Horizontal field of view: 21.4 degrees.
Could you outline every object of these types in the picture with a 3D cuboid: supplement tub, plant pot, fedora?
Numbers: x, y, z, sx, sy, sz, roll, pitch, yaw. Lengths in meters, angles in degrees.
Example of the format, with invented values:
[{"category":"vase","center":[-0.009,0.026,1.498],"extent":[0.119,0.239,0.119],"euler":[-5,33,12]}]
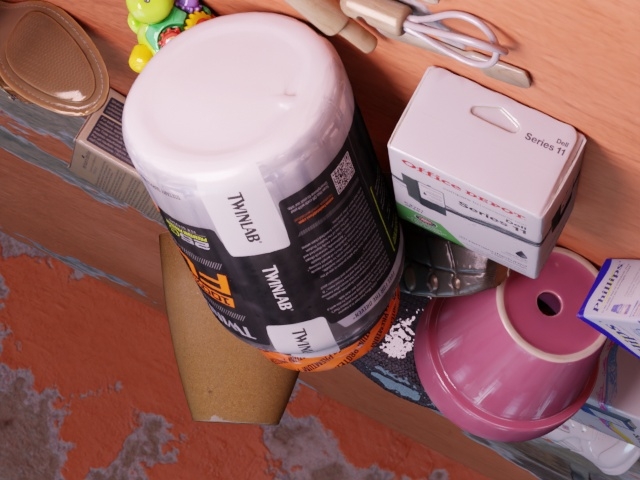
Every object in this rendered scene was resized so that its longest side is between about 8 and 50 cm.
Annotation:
[{"category":"supplement tub","center":[-0.039,-0.033,1.586],"extent":[0.207,0.207,0.338],"euler":[22,152,31]},{"category":"plant pot","center":[-0.110,0.123,2.309],"extent":[0.237,0.254,0.237],"euler":[3,174,0]},{"category":"fedora","center":[0.132,0.127,2.194],"extent":[0.334,0.152,0.334],"euler":[28,169,6]},{"category":"plant pot","center":[0.220,0.098,1.800],"extent":[0.201,0.201,0.180],"euler":[29,154,-2]}]

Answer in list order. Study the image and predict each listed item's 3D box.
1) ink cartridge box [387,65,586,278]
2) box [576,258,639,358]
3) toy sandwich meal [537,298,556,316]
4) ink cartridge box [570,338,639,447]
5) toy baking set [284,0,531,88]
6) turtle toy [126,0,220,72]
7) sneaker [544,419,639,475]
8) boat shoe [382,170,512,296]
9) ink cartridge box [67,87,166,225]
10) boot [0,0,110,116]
[{"category":"ink cartridge box","center":[0.146,-0.056,1.502],"extent":[0.153,0.087,0.208],"euler":[26,168,12]},{"category":"box","center":[0.346,0.079,1.661],"extent":[0.126,0.072,0.137],"euler":[33,169,-20]},{"category":"toy sandwich meal","center":[0.233,0.067,1.941],"extent":[0.085,0.029,0.085],"euler":[10,-155,-5]},{"category":"ink cartridge box","center":[0.361,0.178,2.021],"extent":[0.212,0.093,0.154],"euler":[20,165,31]},{"category":"toy baking set","center":[0.044,-0.184,1.329],"extent":[0.256,0.030,0.197],"euler":[37,166,-35]},{"category":"turtle toy","center":[-0.137,-0.198,1.587],"extent":[0.066,0.095,0.130],"euler":[-13,141,43]},{"category":"sneaker","center":[0.332,0.231,2.244],"extent":[0.152,0.114,0.305],"euler":[26,170,-21]},{"category":"boat shoe","center":[0.081,-0.024,1.796],"extent":[0.120,0.122,0.324],"euler":[-5,-162,-45]},{"category":"ink cartridge box","center":[-0.227,-0.098,2.228],"extent":[0.193,0.088,0.235],"euler":[31,169,-6]},{"category":"boot","center":[-0.331,-0.195,1.983],"extent":[0.283,0.109,0.220],"euler":[27,168,21]}]
